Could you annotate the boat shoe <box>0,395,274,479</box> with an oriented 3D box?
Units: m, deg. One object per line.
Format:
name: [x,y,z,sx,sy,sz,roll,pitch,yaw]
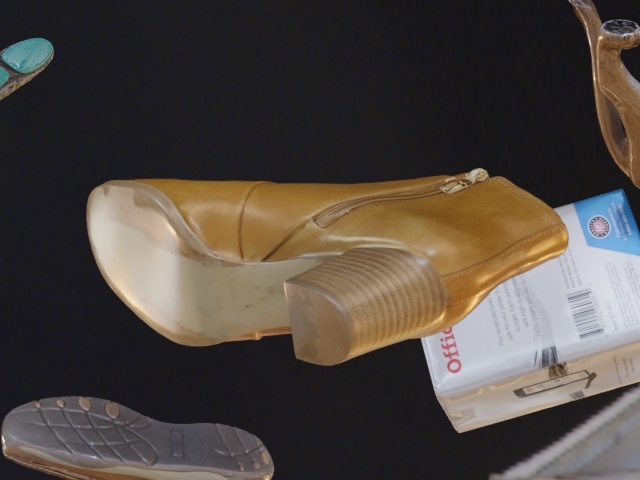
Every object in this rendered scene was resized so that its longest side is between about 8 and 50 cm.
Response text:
boat shoe: [-0.221,0.275,1.731,0.324,0.123,0.116,14,-61,-10]

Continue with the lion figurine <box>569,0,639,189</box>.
lion figurine: [0.381,-0.071,1.223,0.392,0.142,0.240,20,-45,24]

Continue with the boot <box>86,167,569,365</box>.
boot: [0.000,-0.001,0.991,0.295,0.211,0.104,18,-60,43]

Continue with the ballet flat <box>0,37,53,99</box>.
ballet flat: [-0.310,-0.162,1.437,0.041,0.114,0.041,22,-46,26]

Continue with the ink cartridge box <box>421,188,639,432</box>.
ink cartridge box: [0.189,0.062,1.265,0.203,0.148,0.086,-17,-33,9]
